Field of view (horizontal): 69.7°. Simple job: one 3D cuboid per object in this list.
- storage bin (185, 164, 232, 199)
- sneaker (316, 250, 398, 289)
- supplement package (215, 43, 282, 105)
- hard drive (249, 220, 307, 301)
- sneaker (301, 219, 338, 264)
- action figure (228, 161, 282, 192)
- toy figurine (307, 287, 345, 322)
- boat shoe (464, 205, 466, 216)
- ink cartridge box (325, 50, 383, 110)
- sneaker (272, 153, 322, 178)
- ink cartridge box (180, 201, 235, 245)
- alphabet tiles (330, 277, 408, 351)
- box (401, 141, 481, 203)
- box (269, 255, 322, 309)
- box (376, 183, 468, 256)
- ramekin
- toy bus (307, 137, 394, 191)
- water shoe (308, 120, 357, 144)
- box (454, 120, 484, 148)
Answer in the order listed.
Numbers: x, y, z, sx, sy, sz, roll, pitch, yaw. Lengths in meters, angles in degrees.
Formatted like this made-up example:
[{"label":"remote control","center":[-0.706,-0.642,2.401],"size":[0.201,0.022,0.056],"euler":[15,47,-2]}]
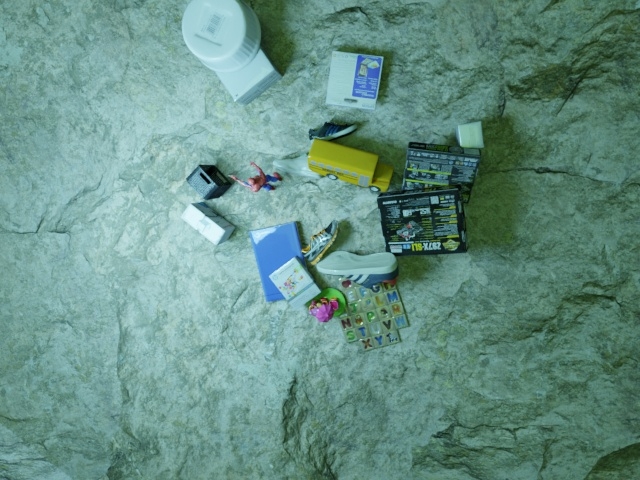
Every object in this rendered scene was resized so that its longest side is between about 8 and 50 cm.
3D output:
[{"label":"storage bin","center":[-0.461,-0.243,1.913],"size":[0.084,0.180,0.122],"euler":[-42,91,14]},{"label":"sneaker","center":[0.154,0.136,1.903],"size":[0.349,0.131,0.148],"euler":[2,132,27]},{"label":"supplement package","center":[-0.316,-0.713,1.833],"size":[0.204,0.145,0.262],"euler":[-34,93,13]},{"label":"hard drive","center":[-0.171,0.094,1.992],"size":[0.210,0.040,0.319],"euler":[-12,97,11]},{"label":"sneaker","center":[0.000,0.000,1.921],"size":[0.083,0.084,0.215],"euler":[33,103,-9]},{"label":"action figure","center":[-0.257,-0.255,1.827],"size":[0.139,0.280,0.091],"euler":[37,102,2]},{"label":"toy figurine","center":[0.005,0.284,1.926],"size":[0.173,0.159,0.130],"euler":[-1,101,16]},{"label":"boat shoe","center":[0.497,-0.088,1.848],"size":[0.184,0.066,0.063],"euler":[-21,94,2]},{"label":"ink cartridge box","center":[0.133,-0.631,1.824],"size":[0.206,0.045,0.209],"euler":[10,99,7]},{"label":"sneaker","center":[-0.089,-0.320,1.904],"size":[0.212,0.080,0.094],"euler":[13,89,0]},{"label":"ink cartridge box","center":[-0.477,-0.075,1.964],"size":[0.190,0.139,0.082],"euler":[36,101,1]},{"label":"alphabet tiles","center":[0.210,0.300,1.979],"size":[0.284,0.011,0.343],"euler":[-18,96,12]},{"label":"box","center":[0.458,-0.260,1.773],"size":[0.269,0.060,0.216],"euler":[8,132,9]},{"label":"box","center":[-0.105,0.181,1.955],"size":[0.145,0.038,0.186],"euler":[-36,91,13]},{"label":"box","center":[0.396,-0.073,1.797],"size":[0.321,0.079,0.257],"euler":[-5,110,25]},{"label":"ramekin","center":[-0.369,-0.772,1.689],"size":[0.277,0.135,0.278],"euler":[1,99,10]},{"label":"toy bus","center":[0.123,-0.297,1.819],"size":[0.332,0.130,0.108],"euler":[16,72,6]},{"label":"water shoe","center":[0.046,-0.447,1.854],"size":[0.203,0.073,0.080],"euler":[-17,94,11]},{"label":"box","center":[0.569,-0.397,1.762],"size":[0.087,0.102,0.101],"euler":[-8,99,9]}]
